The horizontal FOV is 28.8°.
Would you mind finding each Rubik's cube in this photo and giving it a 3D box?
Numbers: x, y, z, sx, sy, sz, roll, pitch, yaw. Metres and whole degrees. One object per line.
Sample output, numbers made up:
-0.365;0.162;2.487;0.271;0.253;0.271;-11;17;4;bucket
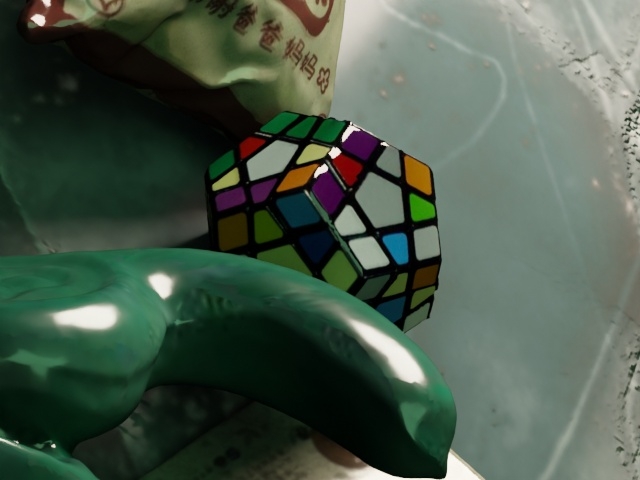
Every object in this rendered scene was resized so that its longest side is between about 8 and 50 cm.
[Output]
0.000;0.000;0.623;0.133;0.133;0.112;-14;52;-35;Rubik's cube

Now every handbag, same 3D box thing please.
-0.059;-0.165;0.637;0.213;0.127;0.235;25;62;-48;handbag

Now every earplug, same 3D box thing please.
-0.116;0.098;0.484;0.257;0.164;0.280;35;69;-20;earplug

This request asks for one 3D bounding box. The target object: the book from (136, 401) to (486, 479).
0.037;0.192;0.530;0.217;0.021;0.310;-30;57;-35;book
